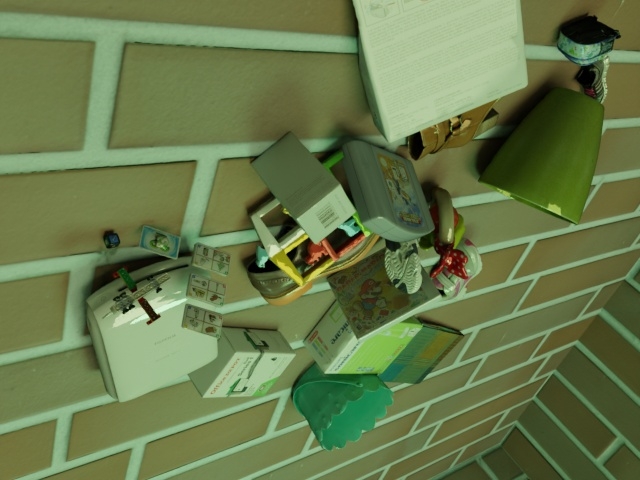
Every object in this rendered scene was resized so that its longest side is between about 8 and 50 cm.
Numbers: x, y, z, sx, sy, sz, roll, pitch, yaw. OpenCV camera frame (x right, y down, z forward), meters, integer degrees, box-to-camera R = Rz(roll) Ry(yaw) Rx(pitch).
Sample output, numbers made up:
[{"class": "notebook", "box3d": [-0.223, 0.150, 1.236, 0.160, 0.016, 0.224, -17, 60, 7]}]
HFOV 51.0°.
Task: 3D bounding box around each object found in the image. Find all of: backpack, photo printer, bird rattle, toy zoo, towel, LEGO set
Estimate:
[{"class": "backpack", "box3d": [0.619, -0.463, 1.577, 0.114, 0.105, 0.084, -21, 140, -18]}, {"class": "photo printer", "box3d": [-0.336, 0.173, 1.369, 0.256, 0.107, 0.307, -22, 142, -26]}, {"class": "bird rattle", "box3d": [0.297, -0.023, 1.680, 0.143, 0.253, 0.206, -2, 110, 9]}, {"class": "toy zoo", "box3d": [-0.016, -0.036, 1.415, 0.293, 0.030, 0.192, -37, 109, -8]}, {"class": "towel", "box3d": [0.339, 0.396, 2.335, 0.271, 0.040, 0.370, -49, 147, 14]}, {"class": "LEGO set", "box3d": [-0.294, 0.074, 1.245, 0.244, 0.182, 0.060, 21, 146, -28]}]

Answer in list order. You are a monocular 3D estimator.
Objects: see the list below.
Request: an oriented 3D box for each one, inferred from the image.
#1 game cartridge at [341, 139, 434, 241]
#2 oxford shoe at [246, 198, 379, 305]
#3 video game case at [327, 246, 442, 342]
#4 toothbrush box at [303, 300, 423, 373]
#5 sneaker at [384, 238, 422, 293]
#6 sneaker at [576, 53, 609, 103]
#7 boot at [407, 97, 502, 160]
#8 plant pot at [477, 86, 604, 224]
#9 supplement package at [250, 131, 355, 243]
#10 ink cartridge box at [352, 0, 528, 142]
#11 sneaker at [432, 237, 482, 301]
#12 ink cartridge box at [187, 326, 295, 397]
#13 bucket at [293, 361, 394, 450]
[{"class": "game cartridge", "box3d": [0.153, -0.095, 1.432, 0.062, 0.198, 0.297, -28, 163, 26]}, {"class": "oxford shoe", "box3d": [0.000, 0.000, 1.487, 0.364, 0.130, 0.132, -39, 140, -2]}, {"class": "video game case", "box3d": [0.153, 0.119, 1.658, 0.227, 0.206, 0.026, -29, 140, 1]}, {"class": "toothbrush box", "box3d": [0.125, 0.266, 1.905, 0.283, 0.122, 0.206, 12, 121, -50]}, {"class": "sneaker", "box3d": [0.217, 0.005, 1.644, 0.094, 0.234, 0.153, -28, 171, 37]}, {"class": "sneaker", "box3d": [0.706, -0.413, 1.757, 0.075, 0.063, 0.170, -32, 140, -13]}, {"class": "boot", "box3d": [0.289, -0.307, 1.456, 0.220, 0.109, 0.283, -25, 150, -15]}, {"class": "plant pot", "box3d": [0.591, -0.228, 1.710, 0.275, 0.275, 0.293, 14, 103, -50]}, {"class": "supplement package", "box3d": [-0.034, -0.102, 1.287, 0.105, 0.179, 0.105, -39, 146, -2]}, {"class": "ink cartridge box", "box3d": [0.210, -0.407, 1.240, 0.308, 0.091, 0.385, -22, 127, -2]}, {"class": "sneaker", "box3d": [0.394, 0.102, 1.998, 0.111, 0.103, 0.252, -20, 140, -31]}, {"class": "ink cartridge box", "box3d": [-0.196, 0.304, 1.665, 0.219, 0.092, 0.160, 12, 119, -50]}, {"class": "bucket", "box3d": [0.062, 0.476, 2.028, 0.281, 0.183, 0.281, -25, 142, -21]}]
